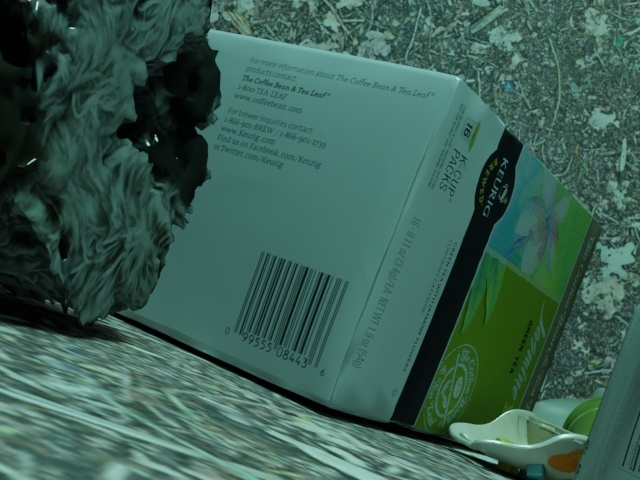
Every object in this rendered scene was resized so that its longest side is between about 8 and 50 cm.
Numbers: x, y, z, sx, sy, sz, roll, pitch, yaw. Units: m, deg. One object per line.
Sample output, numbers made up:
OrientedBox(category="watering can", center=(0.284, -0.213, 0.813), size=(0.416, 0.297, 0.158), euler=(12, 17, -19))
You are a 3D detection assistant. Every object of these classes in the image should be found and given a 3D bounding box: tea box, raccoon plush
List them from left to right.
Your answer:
OrientedBox(category="raccoon plush", center=(-0.239, -0.103, 0.445), size=(0.299, 0.216, 0.446), euler=(12, -6, 15))
OrientedBox(category="tea box", center=(0.000, 0.000, 0.779), size=(0.329, 0.220, 0.323), euler=(19, -4, 36))

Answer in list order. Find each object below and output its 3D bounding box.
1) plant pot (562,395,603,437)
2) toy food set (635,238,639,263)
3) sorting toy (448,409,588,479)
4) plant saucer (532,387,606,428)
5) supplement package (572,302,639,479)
OrientedBox(category="plant pot", center=(0.220, 0.167, 0.747), size=(0.083, 0.083, 0.079), euler=(20, 7, 23))
OrientedBox(category="toy food set", center=(0.342, 0.047, 0.514), size=(0.306, 0.092, 0.220), euler=(13, 1, -41))
OrientedBox(category="sorting toy", center=(0.129, 0.140, 0.660), size=(0.075, 0.045, 0.083), euler=(15, -2, -15))
OrientedBox(category="plant saucer", center=(0.401, 0.252, 1.106), size=(0.400, 0.100, 0.400), euler=(21, -4, 2))
OrientedBox(category="supplement package", center=(0.223, 0.108, 0.460), size=(0.139, 0.134, 0.244), euler=(21, -4, 6))
